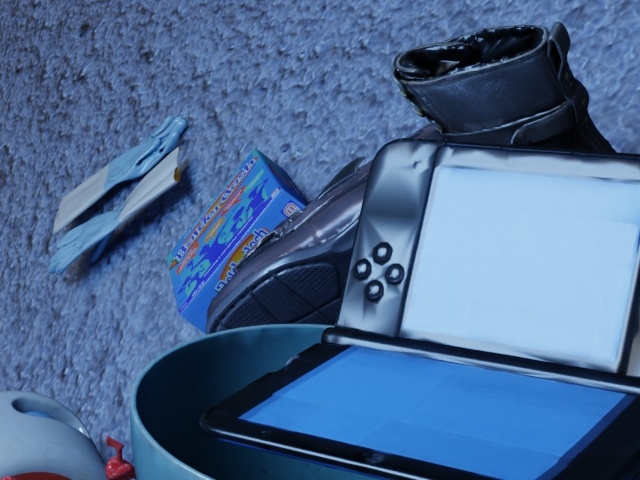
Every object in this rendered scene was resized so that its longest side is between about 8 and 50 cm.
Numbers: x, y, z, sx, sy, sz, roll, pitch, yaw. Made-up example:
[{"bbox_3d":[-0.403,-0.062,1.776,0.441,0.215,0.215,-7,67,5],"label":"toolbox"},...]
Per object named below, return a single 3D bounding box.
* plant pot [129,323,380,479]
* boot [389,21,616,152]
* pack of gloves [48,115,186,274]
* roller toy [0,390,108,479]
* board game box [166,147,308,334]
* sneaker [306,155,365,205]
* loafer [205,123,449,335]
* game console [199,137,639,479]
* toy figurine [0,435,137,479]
[{"bbox_3d":[0.003,0.206,0.974,0.290,0.290,0.195,37,127,56],"label":"plant pot"},{"bbox_3d":[0.130,-0.071,1.056,0.263,0.229,0.091,-16,43,41],"label":"boot"},{"bbox_3d":[-0.245,-0.051,1.678,0.232,0.046,0.195,-35,27,21],"label":"pack of gloves"},{"bbox_3d":[-0.309,0.257,1.336,0.191,0.209,0.146,-18,30,-18],"label":"roller toy"},{"bbox_3d":[-0.088,-0.003,1.374,0.160,0.047,0.210,-51,16,5],"label":"board game box"},{"bbox_3d":[0.002,0.002,1.309,0.089,0.051,0.170,-17,44,47],"label":"sneaker"},{"bbox_3d":[0.020,0.002,1.245,0.302,0.109,0.095,-34,37,13],"label":"loafer"},{"bbox_3d":[0.100,0.040,0.876,0.293,0.173,0.250,7,80,34],"label":"game console"},{"bbox_3d":[-0.272,0.350,1.141,0.362,0.191,0.217,-21,41,13],"label":"toy figurine"}]
